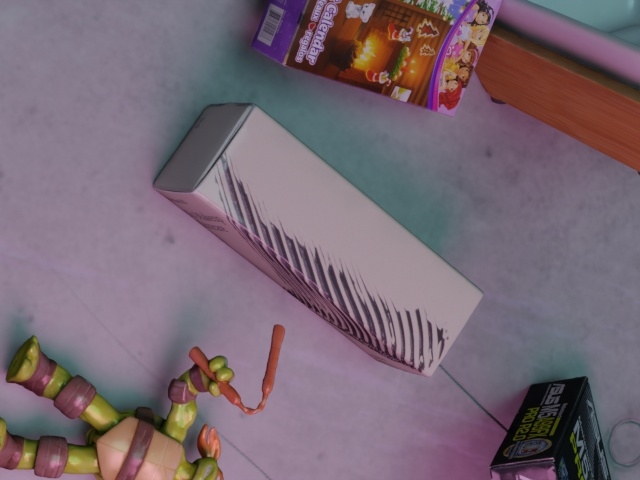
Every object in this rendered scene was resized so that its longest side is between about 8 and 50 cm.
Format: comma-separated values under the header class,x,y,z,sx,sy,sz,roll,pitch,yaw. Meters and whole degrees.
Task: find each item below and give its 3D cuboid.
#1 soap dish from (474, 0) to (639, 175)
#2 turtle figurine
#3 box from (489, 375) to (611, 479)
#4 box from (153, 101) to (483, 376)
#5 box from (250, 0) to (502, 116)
class,x,y,z,sx,sy,sz,roll,pitch,yaw
soap dish,0.287,-0.164,1.429,0.229,0.291,0.118,-18,121,-24
turtle figurine,-0.157,0.158,1.333,0.217,0.087,0.270,26,91,-17
box,0.228,0.285,1.465,0.060,0.216,0.270,-10,100,20
box,0.000,0.000,1.385,0.275,0.113,0.094,38,78,-21
box,0.083,-0.267,1.370,0.201,0.057,0.293,12,105,-39
